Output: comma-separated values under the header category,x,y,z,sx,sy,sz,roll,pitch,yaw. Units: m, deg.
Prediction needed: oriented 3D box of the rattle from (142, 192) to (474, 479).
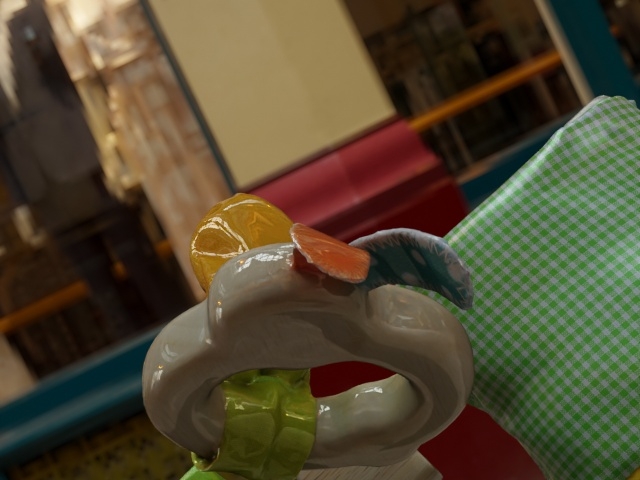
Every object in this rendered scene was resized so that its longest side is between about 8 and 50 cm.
category,x,y,z,sx,sy,sz,roll,pitch,yaw
rattle,0.000,0.000,0.650,0.130,0.143,0.200,11,-32,7

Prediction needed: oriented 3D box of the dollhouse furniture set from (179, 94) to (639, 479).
category,x,y,z,sx,sy,sz,roll,pitch,yaw
dollhouse furniture set,0.084,0.074,0.739,0.301,0.197,0.151,-45,-21,-2
